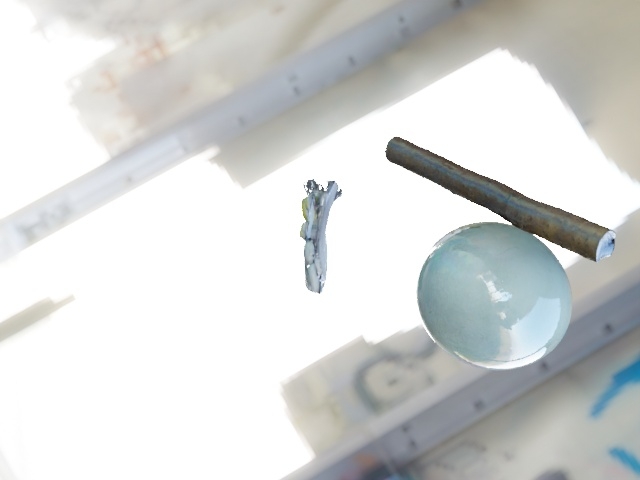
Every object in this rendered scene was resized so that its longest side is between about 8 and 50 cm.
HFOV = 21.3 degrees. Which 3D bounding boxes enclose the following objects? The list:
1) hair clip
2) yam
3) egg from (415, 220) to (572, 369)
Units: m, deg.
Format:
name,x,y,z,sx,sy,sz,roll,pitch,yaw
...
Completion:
name,x,y,z,sx,sy,sz,roll,pitch,yaw
hair clip,0.000,0.000,2.301,0.116,0.049,0.172,52,39,-68
yam,0.203,-0.051,1.985,0.327,0.045,0.045,28,-32,37
egg,0.223,0.073,2.136,0.183,0.183,0.264,55,16,29
